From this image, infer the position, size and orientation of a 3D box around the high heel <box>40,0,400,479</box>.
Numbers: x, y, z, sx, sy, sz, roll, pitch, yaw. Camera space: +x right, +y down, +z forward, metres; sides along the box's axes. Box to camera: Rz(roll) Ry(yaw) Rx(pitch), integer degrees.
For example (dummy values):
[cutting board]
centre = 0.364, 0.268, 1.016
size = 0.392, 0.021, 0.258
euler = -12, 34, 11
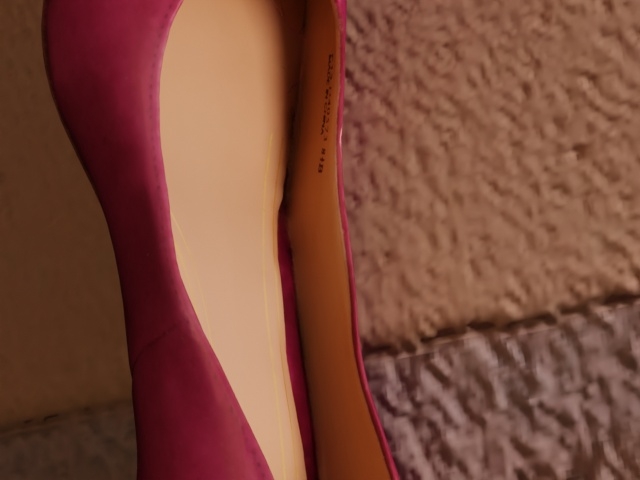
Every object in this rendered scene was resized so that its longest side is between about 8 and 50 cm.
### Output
[high heel]
centre = 0.000, 0.000, 0.432
size = 0.181, 0.127, 0.377
euler = 5, 89, 41
